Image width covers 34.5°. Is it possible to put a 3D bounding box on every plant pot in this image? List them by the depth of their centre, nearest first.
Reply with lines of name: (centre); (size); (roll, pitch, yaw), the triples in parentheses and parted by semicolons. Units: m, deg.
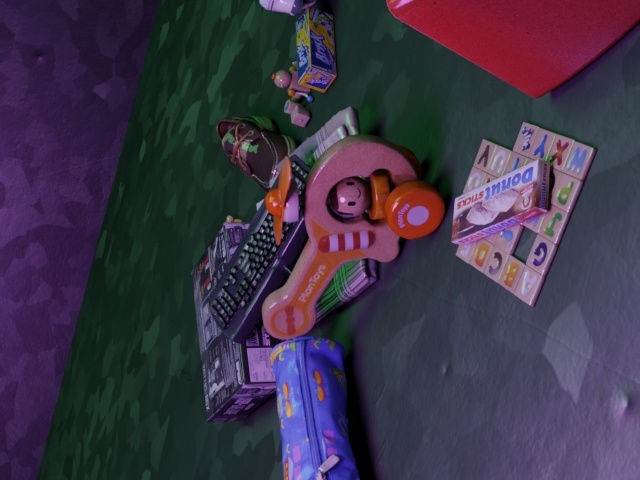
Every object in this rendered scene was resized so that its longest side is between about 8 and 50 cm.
plant pot: (0.258, -0.359, 1.164); (0.236, 0.267, 0.267); (-19, 59, 48)

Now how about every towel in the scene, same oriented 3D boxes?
towel: (-0.015, -0.025, 1.743); (0.312, 0.056, 0.324); (-39, 50, 53)

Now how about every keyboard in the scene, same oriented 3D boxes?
keyboard: (-0.073, 0.032, 1.696); (0.201, 0.033, 0.317); (41, 108, 41)

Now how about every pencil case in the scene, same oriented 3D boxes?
pencil case: (-0.006, 0.279, 1.508); (0.133, 0.120, 0.306); (87, 176, -48)

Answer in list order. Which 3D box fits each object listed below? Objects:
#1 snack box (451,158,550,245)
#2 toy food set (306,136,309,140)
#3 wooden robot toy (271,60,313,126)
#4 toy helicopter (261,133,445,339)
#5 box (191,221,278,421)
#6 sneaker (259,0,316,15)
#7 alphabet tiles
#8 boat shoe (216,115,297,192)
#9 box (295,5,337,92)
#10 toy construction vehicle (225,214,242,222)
snack box: (0.224, -0.045, 1.295); (0.178, 0.022, 0.064); (-27, 51, 60)
toy food set: (-0.034, -0.134, 1.949); (0.122, 0.019, 0.077); (120, 154, -47)
wooden robot toy: (-0.064, -0.301, 2.035); (0.076, 0.079, 0.173); (-43, 38, 50)
toy helicopter: (0.000, 0.000, 1.503); (0.355, 0.235, 0.140); (-60, 28, 24)
box: (-0.159, 0.153, 1.881); (0.242, 0.077, 0.307); (130, 135, -57)
sneaker: (-0.041, -0.513, 2.080); (0.094, 0.091, 0.258); (-63, -1, 40)
alphabet tiles: (0.241, -0.049, 1.297); (0.237, 0.009, 0.198); (41, 114, 64)
boat shoe: (-0.139, -0.179, 2.062); (0.342, 0.123, 0.123); (-122, 46, -61)
box: (-0.009, -0.367, 1.976); (0.054, 0.059, 0.168); (-49, 34, 45)
toy construction vehicle: (-0.196, -0.003, 2.218); (0.086, 0.035, 0.098); (-156, 84, -77)
